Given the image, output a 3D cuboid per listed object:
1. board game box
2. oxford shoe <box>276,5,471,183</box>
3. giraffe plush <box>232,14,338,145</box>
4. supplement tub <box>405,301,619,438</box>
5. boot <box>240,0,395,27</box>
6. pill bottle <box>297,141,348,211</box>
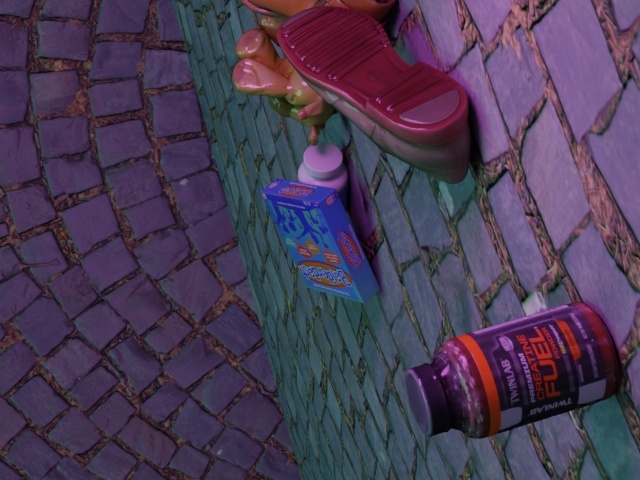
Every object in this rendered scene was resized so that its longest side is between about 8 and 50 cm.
[{"bbox_3d":[0.000,0.000,2.079,0.160,0.047,0.210,12,135,50],"label":"board game box"},{"bbox_3d":[0.059,-0.179,1.523,0.348,0.123,0.130,47,164,42],"label":"oxford shoe"},{"bbox_3d":[-0.030,-0.252,1.968,0.210,0.181,0.170,35,168,14],"label":"giraffe plush"},{"bbox_3d":[0.188,0.135,1.218,0.106,0.198,0.106,164,90,-79],"label":"supplement tub"},{"bbox_3d":[-0.019,-0.363,1.664,0.283,0.109,0.220,56,155,8],"label":"boot"},{"bbox_3d":[0.004,-0.093,2.106,0.160,0.087,0.087,92,160,-54],"label":"pill bottle"}]
